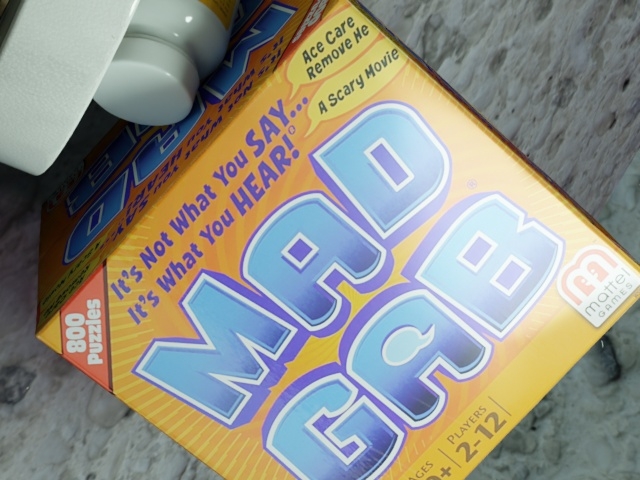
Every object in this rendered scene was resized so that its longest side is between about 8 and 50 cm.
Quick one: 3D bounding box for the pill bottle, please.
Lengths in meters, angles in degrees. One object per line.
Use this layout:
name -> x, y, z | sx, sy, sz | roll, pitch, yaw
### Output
pill bottle -> -0.125, -0.203, 1.333 | 0.117, 0.117, 0.208 | 72, 26, -57

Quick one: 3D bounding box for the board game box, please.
board game box -> 0.000, 0.000, 1.428 | 0.356, 0.356, 0.356 | -47, -161, 8

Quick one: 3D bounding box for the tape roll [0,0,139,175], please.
tape roll -> -0.166, -0.237, 1.169 | 0.392, 0.072, 0.392 | -58, -162, 32
